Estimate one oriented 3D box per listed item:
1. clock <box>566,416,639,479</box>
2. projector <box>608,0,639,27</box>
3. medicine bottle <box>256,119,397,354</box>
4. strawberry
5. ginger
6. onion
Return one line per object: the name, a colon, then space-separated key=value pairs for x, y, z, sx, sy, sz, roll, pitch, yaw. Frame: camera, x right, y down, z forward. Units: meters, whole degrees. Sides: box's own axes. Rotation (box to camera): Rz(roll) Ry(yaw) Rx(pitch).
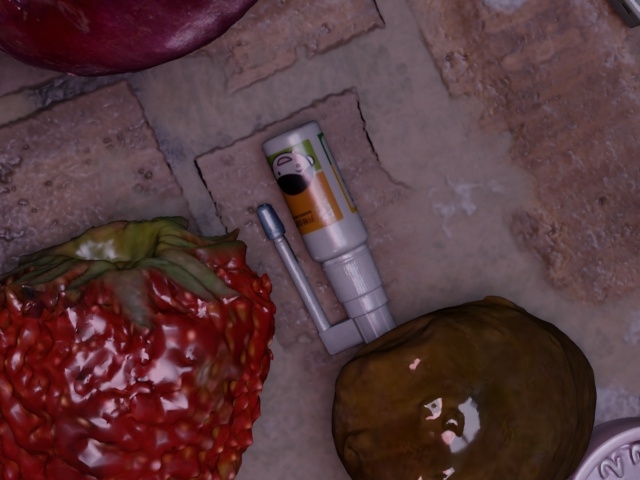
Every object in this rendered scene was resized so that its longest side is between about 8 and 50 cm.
clock: x=0.325 y=0.278 z=1.646 sx=0.197 sy=0.068 sz=0.196 roll=0 pitch=91 yaw=-10
projector: x=0.336 y=-0.302 z=1.650 sx=0.147 sy=0.061 sz=0.115 roll=-41 pitch=98 yaw=-8
medicine bottle: x=0.000 y=0.000 z=1.598 sx=0.092 sy=0.061 sz=0.220 roll=-23 pitch=94 yaw=15
strawberry: x=-0.163 y=0.154 z=1.479 sx=0.292 sy=0.292 sz=0.343 roll=-13 pitch=110 yaw=-10
ginger: x=0.143 y=0.159 z=1.541 sx=0.269 sy=0.223 sz=0.200 roll=-17 pitch=91 yaw=-7
onion: x=-0.176 y=-0.299 z=1.447 sx=0.358 sy=0.358 sz=0.345 roll=-31 pitch=137 yaw=-8
